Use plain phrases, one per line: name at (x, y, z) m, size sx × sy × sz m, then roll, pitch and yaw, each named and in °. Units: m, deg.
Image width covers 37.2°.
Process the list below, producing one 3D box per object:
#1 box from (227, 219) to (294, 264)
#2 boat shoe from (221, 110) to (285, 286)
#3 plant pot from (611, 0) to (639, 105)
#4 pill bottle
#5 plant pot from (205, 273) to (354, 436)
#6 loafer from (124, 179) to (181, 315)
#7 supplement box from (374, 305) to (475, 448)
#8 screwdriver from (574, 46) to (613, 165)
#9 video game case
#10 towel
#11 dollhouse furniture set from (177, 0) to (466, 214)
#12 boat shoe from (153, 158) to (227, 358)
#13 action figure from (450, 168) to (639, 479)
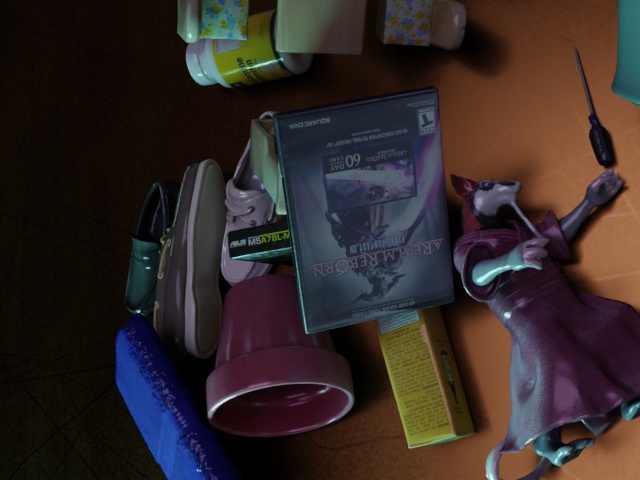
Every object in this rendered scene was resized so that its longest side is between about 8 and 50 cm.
box at (0.000, 0.000, 1.303) m, size 0.190 × 0.184 × 0.045 m, roll -10°, pitch 82°, yaw 29°
boat shoe at (-0.104, -0.062, 1.423) m, size 0.098 × 0.096 × 0.277 m, roll 15°, pitch 90°, yaw 30°
plant pot at (0.451, -0.259, 1.054) m, size 0.271 × 0.271 × 0.255 m, roll 27°, pitch 111°, yaw 30°
pill bottle at (-0.111, -0.291, 1.459) m, size 0.184 × 0.103 × 0.103 m, roll -7°, pitch 79°, yaw 29°
plant pot at (-0.063, 0.155, 1.324) m, size 0.201 × 0.201 × 0.180 m, roll -25°, pitch 55°, yaw 25°
loafer at (-0.274, 0.010, 1.520) m, size 0.076 × 0.078 × 0.223 m, roll 18°, pitch 91°, yaw 31°
supplement box at (0.131, 0.154, 1.266) m, size 0.080 × 0.078 × 0.233 m, roll -25°, pitch 70°, yaw 25°
screwdriver at (0.346, -0.174, 1.229) m, size 0.025 × 0.024 × 0.170 m, roll -42°, pitch 54°, yaw 50°
video game case at (0.057, -0.034, 1.141) m, size 0.196 × 0.026 × 0.274 m, roll -11°, pitch 110°, yaw -10°
towel at (-0.201, 0.275, 1.387) m, size 0.308 × 0.076 × 0.228 m, roll 55°, pitch 152°, yaw 22°
dollhouse furniture set at (0.011, -0.256, 1.206) m, size 0.256 × 0.362 × 0.394 m, roll -128°, pitch 39°, yaw -67°
boat shoe at (-0.204, 0.026, 1.461) m, size 0.091 × 0.109 × 0.305 m, roll 2°, pitch 87°, yaw 25°
action figure at (0.264, 0.072, 1.170) m, size 0.370 × 0.248 × 0.276 m, roll 57°, pitch 137°, yaw 23°
